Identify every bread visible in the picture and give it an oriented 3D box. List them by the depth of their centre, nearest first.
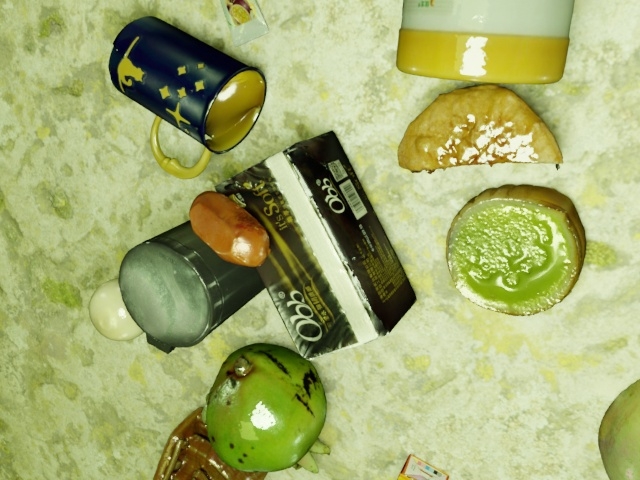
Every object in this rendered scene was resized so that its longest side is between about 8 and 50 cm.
[{"bbox_3d":[0.251,-0.180,0.985,0.260,0.129,0.133,4,107,24],"label":"bread"},{"bbox_3d":[0.326,0.016,1.046,0.236,0.070,0.236,9,110,25],"label":"bread"}]

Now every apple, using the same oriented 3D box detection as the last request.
[{"bbox_3d":[0.555,0.351,1.021,0.193,0.120,0.264,28,115,29],"label":"apple"}]

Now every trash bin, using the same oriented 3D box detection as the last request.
[{"bbox_3d":[-0.207,0.049,1.194,0.203,0.301,0.252,24,120,17],"label":"trash bin"}]

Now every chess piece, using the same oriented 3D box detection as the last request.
[{"bbox_3d":[-0.343,0.102,1.281,0.167,0.300,0.166,8,109,24],"label":"chess piece"}]

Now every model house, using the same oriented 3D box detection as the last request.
[{"bbox_3d":[-0.251,0.549,1.456,0.229,0.199,0.219,12,124,28],"label":"model house"}]

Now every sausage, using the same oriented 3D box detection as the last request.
[{"bbox_3d":[-0.158,-0.022,1.035,0.179,0.089,0.089,35,120,28],"label":"sausage"}]

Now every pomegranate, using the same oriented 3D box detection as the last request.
[{"bbox_3d":[-0.093,0.362,1.285,0.261,0.260,0.340,-20,127,31],"label":"pomegranate"}]

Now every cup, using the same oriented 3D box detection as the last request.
[{"bbox_3d":[-0.277,-0.263,1.175,0.256,0.178,0.255,31,91,17],"label":"cup"}]

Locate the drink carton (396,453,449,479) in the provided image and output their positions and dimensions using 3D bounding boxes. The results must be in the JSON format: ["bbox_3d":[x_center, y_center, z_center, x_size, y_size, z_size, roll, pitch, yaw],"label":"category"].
[{"bbox_3d":[0.184,0.567,1.305,0.096,0.071,0.222,26,117,16],"label":"drink carton"}]

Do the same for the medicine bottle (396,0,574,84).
[{"bbox_3d":[0.233,-0.347,0.872,0.238,0.238,0.231,11,110,23],"label":"medicine bottle"}]

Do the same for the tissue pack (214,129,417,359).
[{"bbox_3d":[0.000,0.000,1.126,0.198,0.210,0.369,-23,95,35],"label":"tissue pack"}]

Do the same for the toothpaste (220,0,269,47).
[{"bbox_3d":[-0.182,-0.520,1.136,0.058,0.056,0.314,11,123,67],"label":"toothpaste"}]
